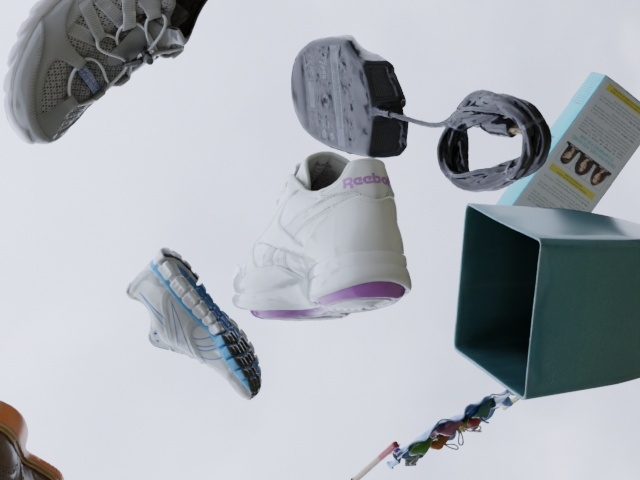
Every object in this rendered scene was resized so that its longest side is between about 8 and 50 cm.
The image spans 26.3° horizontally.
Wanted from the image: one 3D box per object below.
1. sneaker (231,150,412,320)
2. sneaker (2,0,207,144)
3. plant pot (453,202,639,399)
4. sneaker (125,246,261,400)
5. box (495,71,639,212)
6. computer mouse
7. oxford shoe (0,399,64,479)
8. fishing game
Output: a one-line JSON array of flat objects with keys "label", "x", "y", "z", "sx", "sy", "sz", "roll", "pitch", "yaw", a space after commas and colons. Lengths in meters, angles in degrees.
[{"label": "sneaker", "x": 0.000, "y": 0.000, "z": 1.313, "sx": 0.114, "sy": 0.305, "sz": 0.152, "roll": 0, "pitch": -98, "yaw": -26}, {"label": "sneaker", "x": -0.180, "y": -0.198, "z": 1.257, "sx": 0.281, "sy": 0.115, "sz": 0.105, "roll": -53, "pitch": -27, "yaw": -9}, {"label": "plant pot", "x": 0.285, "y": 0.057, "z": 1.436, "sx": 0.234, "sy": 0.165, "sz": 0.166, "roll": -1, "pitch": -76, "yaw": -20}, {"label": "sneaker", "x": -0.140, "y": 0.104, "z": 1.500, "sx": 0.191, "sy": 0.083, "sz": 0.071, "roll": 52, "pitch": -167, "yaw": 0}, {"label": "box", "x": 0.340, "y": -0.099, "z": 1.847, "sx": 0.100, "sy": 0.060, "sz": 0.244, "roll": 35, "pitch": -86, "yaw": -14}, {"label": "computer mouse", "x": 0.054, "y": -0.073, "z": 0.760, "sx": 0.041, "sy": 0.242, "sz": 0.071, "roll": -13, "pitch": -70, "yaw": -27}, {"label": "oxford shoe", "x": -0.428, "y": 0.334, "z": 1.796, "sx": 0.364, "sy": 0.130, "sz": 0.133, "roll": 78, "pitch": -162, "yaw": -57}, {"label": "fishing game", "x": 0.164, "y": 0.242, "z": 1.698, "sx": 0.264, "sy": 0.189, "sz": 0.041, "roll": -19, "pitch": -109, "yaw": -33}]
